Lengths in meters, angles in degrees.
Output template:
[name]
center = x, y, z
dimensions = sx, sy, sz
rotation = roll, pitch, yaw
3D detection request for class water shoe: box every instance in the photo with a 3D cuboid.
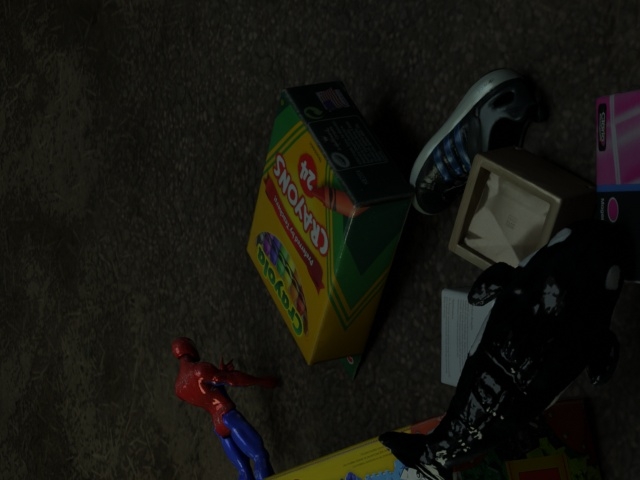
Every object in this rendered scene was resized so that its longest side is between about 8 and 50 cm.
[water shoe]
center = 0.161, -0.088, 1.647
dimensions = 0.080, 0.073, 0.203
rotation = 58, 135, 33

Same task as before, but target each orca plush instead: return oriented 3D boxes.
[orca plush]
center = 0.162, 0.094, 1.386
dimensions = 0.287, 0.102, 0.151
rotation = -39, 70, 10

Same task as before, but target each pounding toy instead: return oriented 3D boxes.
[pounding toy]
center = 0.203, -0.014, 1.586
dimensions = 0.130, 0.100, 0.141
rotation = 32, 120, 34

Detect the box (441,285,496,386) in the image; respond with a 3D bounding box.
[box]
center = 0.187, 0.099, 1.586
dimensions = 0.087, 0.102, 0.101
rotation = 9, 101, 56

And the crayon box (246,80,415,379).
[crayon box]
center = 0.000, 0.000, 1.820
dimensions = 0.202, 0.081, 0.319
rotation = 59, 149, 37

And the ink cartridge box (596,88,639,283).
[ink cartridge box]
center = 0.330, -0.047, 1.306
dimensions = 0.371, 0.069, 0.176
rotation = -177, 87, -75

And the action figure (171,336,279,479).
[action figure]
center = -0.089, 0.233, 2.013
dimensions = 0.280, 0.139, 0.091
rotation = 55, 134, 8

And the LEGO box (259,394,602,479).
[LEGO box]
center = 0.093, 0.406, 1.649
dimensions = 0.500, 0.193, 0.373
rotation = -30, 66, 51
